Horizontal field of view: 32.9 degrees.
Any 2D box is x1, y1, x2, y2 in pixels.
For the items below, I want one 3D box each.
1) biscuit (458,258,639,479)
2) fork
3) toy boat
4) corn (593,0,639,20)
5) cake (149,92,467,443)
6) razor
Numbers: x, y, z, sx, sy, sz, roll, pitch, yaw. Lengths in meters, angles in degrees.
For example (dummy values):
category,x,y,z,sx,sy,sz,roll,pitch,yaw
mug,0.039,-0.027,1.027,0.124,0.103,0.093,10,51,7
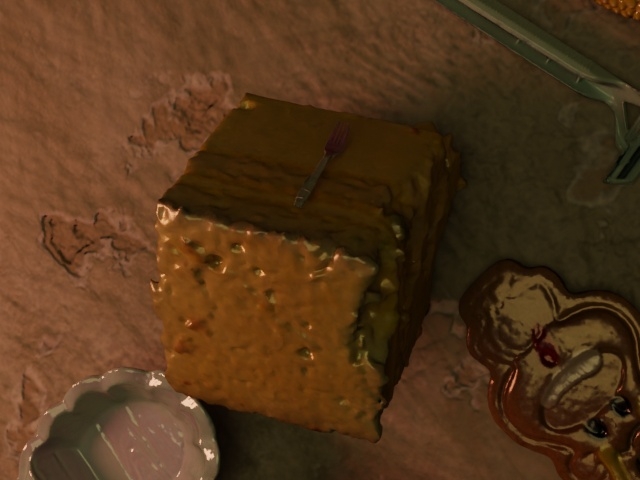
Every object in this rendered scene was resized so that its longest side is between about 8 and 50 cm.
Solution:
category,x,y,z,sx,sy,sz,roll,pitch,yaw
biscuit,0.256,0.144,1.053,0.295,0.044,0.186,42,104,9
fork,0.001,-0.062,0.907,0.016,0.115,0.012,12,135,16
toy boat,-0.220,0.247,1.182,0.290,0.100,0.199,-33,85,17
corn,0.266,-0.257,0.983,0.260,0.091,0.091,28,125,16
cake,0.000,0.000,1.015,0.227,0.286,0.222,13,129,13
razor,0.214,-0.176,1.031,0.278,0.056,0.111,41,142,15
